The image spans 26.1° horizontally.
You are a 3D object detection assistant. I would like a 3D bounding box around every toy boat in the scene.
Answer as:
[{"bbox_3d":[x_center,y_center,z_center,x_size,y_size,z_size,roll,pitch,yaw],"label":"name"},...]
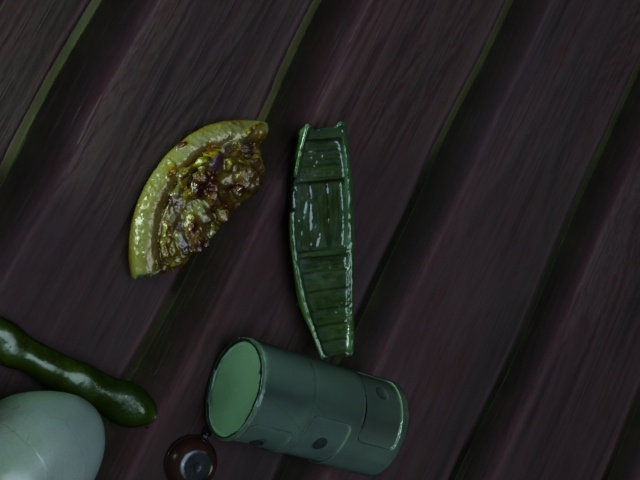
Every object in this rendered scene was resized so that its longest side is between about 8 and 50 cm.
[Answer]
[{"bbox_3d":[0.000,0.000,1.721,0.093,0.055,0.293,-5,95,-31],"label":"toy boat"}]

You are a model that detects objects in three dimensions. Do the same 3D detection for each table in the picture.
[{"bbox_3d":[-0.016,0.204,1.680,0.220,0.126,0.126,19,83,-32],"label":"table"}]

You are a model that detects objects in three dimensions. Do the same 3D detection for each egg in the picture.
[{"bbox_3d":[-0.324,0.242,1.487,0.209,0.151,0.151,-38,111,-34],"label":"egg"}]

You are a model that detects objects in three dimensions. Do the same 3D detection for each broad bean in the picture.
[{"bbox_3d":[-0.289,0.150,1.564,0.256,0.052,0.053,34,34,-25],"label":"broad bean"}]

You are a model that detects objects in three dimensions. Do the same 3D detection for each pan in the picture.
[{"bbox_3d":[-0.143,0.250,1.668,0.068,0.023,0.115,33,77,-27],"label":"pan"}]

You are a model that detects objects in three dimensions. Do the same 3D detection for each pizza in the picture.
[{"bbox_3d":[-0.143,-0.055,1.631,0.246,0.058,0.127,-40,112,-20],"label":"pizza"}]
